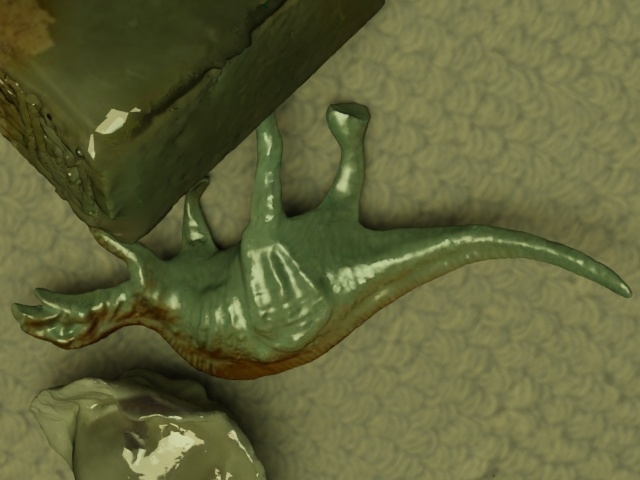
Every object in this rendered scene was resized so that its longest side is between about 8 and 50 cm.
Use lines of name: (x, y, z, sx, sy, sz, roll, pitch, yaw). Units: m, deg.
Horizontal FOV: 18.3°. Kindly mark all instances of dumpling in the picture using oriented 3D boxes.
dumpling: (-0.103, 0.133, 1.301, 0.188, 0.108, 0.127, 28, 138, 8)

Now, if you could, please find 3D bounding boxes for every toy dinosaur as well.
toy dinosaur: (0.000, 0.000, 1.271, 0.393, 0.092, 0.205, 8, 104, 4)

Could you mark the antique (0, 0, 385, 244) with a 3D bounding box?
antique: (-0.061, -0.144, 1.165, 0.284, 0.125, 0.150, -37, 69, -18)
